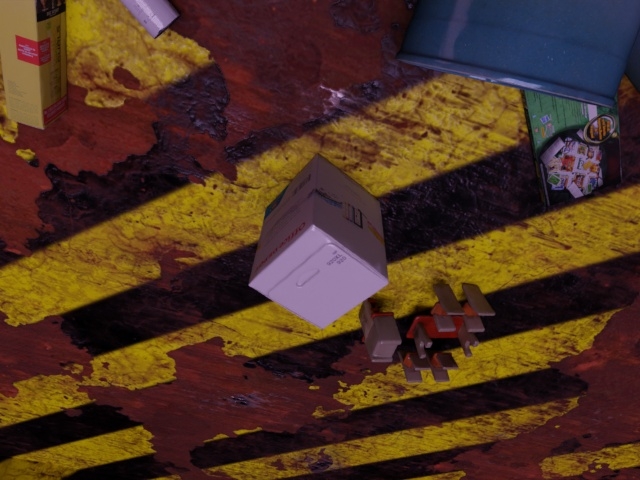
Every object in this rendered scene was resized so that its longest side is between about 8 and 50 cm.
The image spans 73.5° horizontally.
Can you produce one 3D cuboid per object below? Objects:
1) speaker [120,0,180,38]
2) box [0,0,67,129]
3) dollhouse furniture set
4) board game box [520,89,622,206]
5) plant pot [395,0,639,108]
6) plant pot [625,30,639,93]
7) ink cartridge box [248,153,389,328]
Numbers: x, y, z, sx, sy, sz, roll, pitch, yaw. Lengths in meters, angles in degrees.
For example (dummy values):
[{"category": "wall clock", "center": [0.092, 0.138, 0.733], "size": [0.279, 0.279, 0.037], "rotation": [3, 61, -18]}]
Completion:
[{"category": "speaker", "center": [-0.269, -0.363, 0.609], "size": [0.055, 0.055, 0.136], "rotation": [-29, 122, 23]}, {"category": "box", "center": [-0.435, -0.295, 0.652], "size": [0.058, 0.087, 0.232], "rotation": [17, 126, -11]}, {"category": "dollhouse furniture set", "center": [0.235, 0.207, 1.018], "size": [0.259, 0.135, 0.262], "rotation": [3, 130, -14]}, {"category": "board game box", "center": [0.434, -0.183, 0.736], "size": [0.136, 0.030, 0.259], "rotation": [-17, 126, 19]}, {"category": "plant pot", "center": [0.253, -0.316, 0.504], "size": [0.272, 0.271, 0.255], "rotation": [10, 114, -5]}, {"category": "plant pot", "center": [0.513, -0.270, 0.536], "size": [0.196, 0.290, 0.290], "rotation": [27, 135, 28]}, {"category": "ink cartridge box", "center": [0.000, 0.000, 0.771], "size": [0.168, 0.232, 0.171], "rotation": [35, 123, -22]}]
